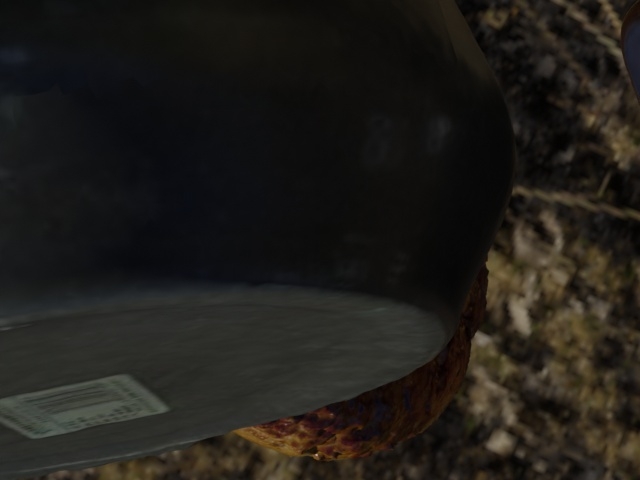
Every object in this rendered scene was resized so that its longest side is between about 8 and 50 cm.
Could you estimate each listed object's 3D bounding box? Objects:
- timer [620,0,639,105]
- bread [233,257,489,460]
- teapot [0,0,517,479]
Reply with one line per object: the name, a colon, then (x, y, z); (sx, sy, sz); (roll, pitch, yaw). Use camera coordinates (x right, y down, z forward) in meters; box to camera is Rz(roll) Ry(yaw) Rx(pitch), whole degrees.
timer: (0.263, -0.005, 0.613); (0.250, 0.161, 0.257); (49, 161, -30)
bread: (0.000, 0.000, 0.657); (0.064, 0.193, 0.193); (-13, 124, 47)
teapot: (-0.081, -0.113, 0.481); (0.253, 0.344, 0.300); (-16, 163, 24)
